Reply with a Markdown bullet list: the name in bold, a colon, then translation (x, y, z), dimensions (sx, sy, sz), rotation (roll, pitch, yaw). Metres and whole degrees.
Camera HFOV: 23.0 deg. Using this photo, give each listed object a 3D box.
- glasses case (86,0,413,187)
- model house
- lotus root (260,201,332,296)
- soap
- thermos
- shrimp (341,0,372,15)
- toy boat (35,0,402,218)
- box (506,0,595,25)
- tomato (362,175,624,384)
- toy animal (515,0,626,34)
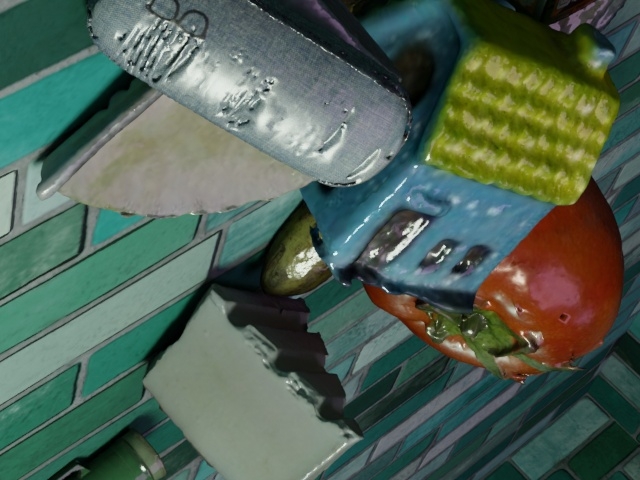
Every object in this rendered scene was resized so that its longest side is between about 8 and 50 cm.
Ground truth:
- **glasses case**: translation (-0.052, -0.137, 1.246), dimensions (0.109, 0.282, 0.067), rotation (-51, -156, 20)
- **model house**: translation (0.134, -0.113, 1.543), dimensions (0.237, 0.215, 0.303), rotation (15, 128, -42)
- **lotus root**: translation (0.000, 0.000, 1.824), dimensions (0.179, 0.080, 0.089), rotation (-50, 159, 11)
- **soap**: translation (-0.042, 0.189, 1.857), dimensions (0.159, 0.258, 0.302), rotation (-51, 161, 11)
- **thermos**: translation (-0.279, 0.309, 1.888), dimensions (0.187, 0.073, 0.083), rotation (-38, 160, -21)
- **shrimp**: translation (0.008, -0.226, 1.474), dimensions (0.095, 0.045, 0.162), rotation (-32, 178, 41)
- **toy boat**: translation (-0.066, -0.127, 1.373), dimensions (0.276, 0.111, 0.293), rotation (20, 121, -43)
- **box**: translation (0.247, -0.346, 1.537), dimensions (0.177, 0.148, 0.195), rotation (-36, 159, -29)
- **tomato**: translation (0.217, -0.002, 1.911), dimensions (0.341, 0.341, 0.273), rotation (88, 22, -64)
- **toy animal**: translation (0.284, -0.298, 1.739), dimensions (0.298, 0.122, 0.185), rotation (-55, 165, -13)
